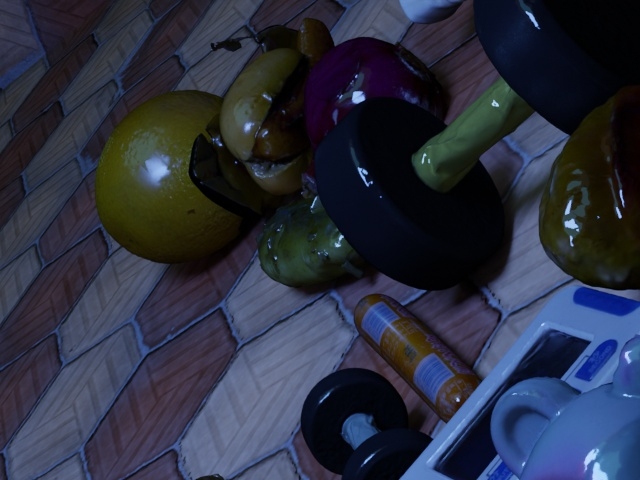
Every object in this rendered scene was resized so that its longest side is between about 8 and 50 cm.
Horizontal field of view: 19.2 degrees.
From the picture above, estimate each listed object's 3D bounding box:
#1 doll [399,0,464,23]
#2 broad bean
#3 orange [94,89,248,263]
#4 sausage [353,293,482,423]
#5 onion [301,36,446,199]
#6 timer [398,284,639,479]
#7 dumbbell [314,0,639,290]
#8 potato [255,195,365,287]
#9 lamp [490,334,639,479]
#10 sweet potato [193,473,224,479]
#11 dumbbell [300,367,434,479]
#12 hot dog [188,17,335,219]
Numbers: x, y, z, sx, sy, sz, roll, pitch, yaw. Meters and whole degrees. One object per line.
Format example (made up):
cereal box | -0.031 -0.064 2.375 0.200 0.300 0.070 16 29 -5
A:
doll | 0.268 -0.361 2.178 0.423 0.161 0.348 -28 14 32
broad bean | 0.274 -0.042 1.610 0.228 0.156 0.122 -57 -10 -33
orange | -0.183 -0.081 2.465 0.236 0.236 0.236 -40 22 20
sausage | 0.094 0.111 1.803 0.053 0.053 0.348 -48 21 0
onion | 0.037 -0.143 2.274 0.218 0.140 0.195 -47 27 13
timer | 0.180 0.155 1.522 0.253 0.078 0.178 -49 18 -8
dumbbell | 0.161 -0.115 1.810 0.322 0.204 0.204 -44 19 34
potato | 0.000 0.000 2.132 0.117 0.090 0.225 -54 21 -16
lamp | 0.271 0.162 1.193 0.301 0.247 0.247 -25 -1 33
sweet potato | -0.138 0.312 1.850 0.097 0.097 0.292 -34 20 31
dumbbell | 0.049 0.189 1.684 0.100 0.100 0.191 -47 20 3
hot dog | -0.045 -0.180 2.405 0.107 0.194 0.326 -27 40 43
